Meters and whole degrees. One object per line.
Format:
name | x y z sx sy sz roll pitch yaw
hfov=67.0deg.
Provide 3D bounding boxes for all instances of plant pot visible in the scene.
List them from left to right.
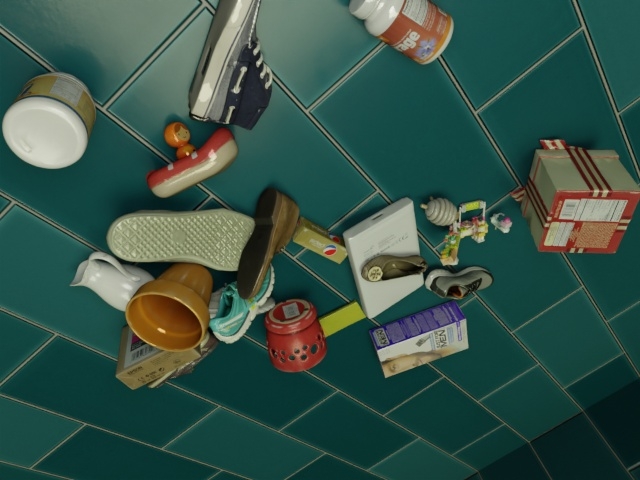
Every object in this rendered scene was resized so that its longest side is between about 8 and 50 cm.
plant pot | -0.377 0.156 1.286 0.205 0.188 0.205 5 125 7
plant pot | -0.087 0.295 1.547 0.191 0.191 0.174 -16 116 -4

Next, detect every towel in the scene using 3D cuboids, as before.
towel | 0.037 0.289 1.693 0.237 0.021 0.102 -27 133 5

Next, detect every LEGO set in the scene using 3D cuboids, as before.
LEGO set | 0.447 -0.039 1.483 0.287 0.132 0.107 -25 127 -25

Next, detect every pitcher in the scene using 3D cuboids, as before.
pitcher | -0.539 0.107 1.304 0.207 0.125 0.178 29 141 -26

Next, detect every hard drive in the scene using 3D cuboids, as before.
hard drive | 0.207 0.062 1.509 0.233 0.047 0.353 -30 131 -15

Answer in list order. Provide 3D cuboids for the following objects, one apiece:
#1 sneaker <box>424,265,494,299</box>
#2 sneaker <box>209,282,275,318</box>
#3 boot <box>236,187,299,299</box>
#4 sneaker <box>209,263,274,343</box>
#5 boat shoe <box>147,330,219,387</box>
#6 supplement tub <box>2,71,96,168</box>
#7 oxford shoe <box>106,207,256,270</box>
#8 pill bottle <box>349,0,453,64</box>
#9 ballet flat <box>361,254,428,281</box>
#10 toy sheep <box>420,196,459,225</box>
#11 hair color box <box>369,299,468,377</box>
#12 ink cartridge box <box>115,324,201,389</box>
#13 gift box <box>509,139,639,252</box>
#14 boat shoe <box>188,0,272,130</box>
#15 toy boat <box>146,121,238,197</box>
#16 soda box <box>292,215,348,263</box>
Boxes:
sneaker | 0.488 0.156 1.656 0.272 0.108 0.100 -3 124 -26
sneaker | -0.262 0.180 1.468 0.281 0.115 0.105 1 162 -38
boot | -0.135 0.020 1.307 0.115 0.112 0.305 24 81 -45
sneaker | -0.219 0.155 1.369 0.107 0.275 0.110 -10 132 42
boat shoe | -0.450 0.397 1.584 0.285 0.103 0.092 -43 122 10
supplement tub | -0.543 -0.251 0.986 0.144 0.199 0.144 -8 128 -11
oxford shoe | -0.336 -0.007 1.294 0.450 0.130 0.169 3 93 -33
pill bottle | 0.175 -0.488 1.062 0.216 0.121 0.121 19 120 -27
ballet flat | 0.233 0.087 1.470 0.250 0.058 0.084 -3 119 -33
toy sheep | 0.355 -0.087 1.442 0.132 0.091 0.091 11 123 -13
hair color box | 0.367 0.367 1.793 0.339 0.110 0.185 -19 131 1
ink cartridge box | -0.477 0.301 1.439 0.235 0.193 0.088 -27 129 5
gift box | 0.724 -0.135 1.417 0.277 0.258 0.255 6 129 4
boat shoe | -0.162 -0.397 1.048 0.158 0.127 0.340 11 131 -31
toy boat | -0.315 -0.209 1.146 0.231 0.151 0.151 -25 100 4
soda box | 0.000 0.000 1.428 0.181 0.061 0.058 26 115 -31
